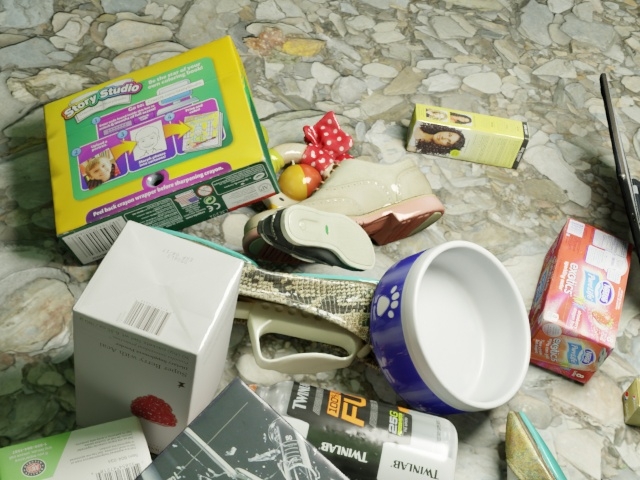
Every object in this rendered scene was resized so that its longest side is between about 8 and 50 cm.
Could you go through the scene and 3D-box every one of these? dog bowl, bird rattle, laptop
[{"bbox_3d":[0.207,0.140,1.514,0.265,0.104,0.265,15,66,-37],"label":"dog bowl"},{"bbox_3d":[-0.042,-0.124,1.789,0.253,0.143,0.207,-1,61,-30],"label":"bird rattle"},{"bbox_3d":[0.685,-0.079,1.769,0.236,0.408,0.382,-13,32,18],"label":"laptop"}]

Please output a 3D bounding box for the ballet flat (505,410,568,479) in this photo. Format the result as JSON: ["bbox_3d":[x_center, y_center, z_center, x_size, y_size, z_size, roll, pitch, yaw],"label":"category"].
[{"bbox_3d":[0.346,0.409,1.406,0.123,0.123,0.348,-18,54,-25],"label":"ballet flat"}]

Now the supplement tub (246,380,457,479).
[{"bbox_3d":[0.019,0.311,1.352,0.316,0.193,0.193,14,49,-1],"label":"supplement tub"}]

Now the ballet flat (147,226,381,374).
[{"bbox_3d":[-0.096,0.112,1.534,0.483,0.164,0.182,14,63,-4],"label":"ballet flat"}]

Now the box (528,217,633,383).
[{"bbox_3d":[0.445,0.102,1.670,0.128,0.122,0.257,22,49,5],"label":"box"}]

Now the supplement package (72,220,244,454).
[{"bbox_3d":[-0.233,0.151,1.364,0.178,0.293,0.175,19,48,4],"label":"supplement package"}]

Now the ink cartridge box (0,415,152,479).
[{"bbox_3d":[-0.302,0.393,1.261,0.198,0.114,0.273,-10,53,-19],"label":"ink cartridge box"}]

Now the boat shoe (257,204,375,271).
[{"bbox_3d":[0.000,0.000,1.550,0.233,0.079,0.084,20,61,-44],"label":"boat shoe"}]

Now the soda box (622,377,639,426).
[{"bbox_3d":[0.598,0.282,1.592,0.181,0.061,0.058,11,49,-3],"label":"soda box"}]

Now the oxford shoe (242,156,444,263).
[{"bbox_3d":[0.026,-0.059,1.692,0.397,0.140,0.146,-10,68,-33],"label":"oxford shoe"}]

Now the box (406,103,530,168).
[{"bbox_3d":[0.294,-0.208,1.928,0.232,0.087,0.058,8,47,-5],"label":"box"}]

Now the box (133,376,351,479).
[{"bbox_3d":[-0.106,0.397,1.097,0.312,0.179,0.343,40,64,10],"label":"box"}]

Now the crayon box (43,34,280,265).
[{"bbox_3d":[-0.282,-0.161,1.660,0.363,0.106,0.313,-20,52,3],"label":"crayon box"}]
